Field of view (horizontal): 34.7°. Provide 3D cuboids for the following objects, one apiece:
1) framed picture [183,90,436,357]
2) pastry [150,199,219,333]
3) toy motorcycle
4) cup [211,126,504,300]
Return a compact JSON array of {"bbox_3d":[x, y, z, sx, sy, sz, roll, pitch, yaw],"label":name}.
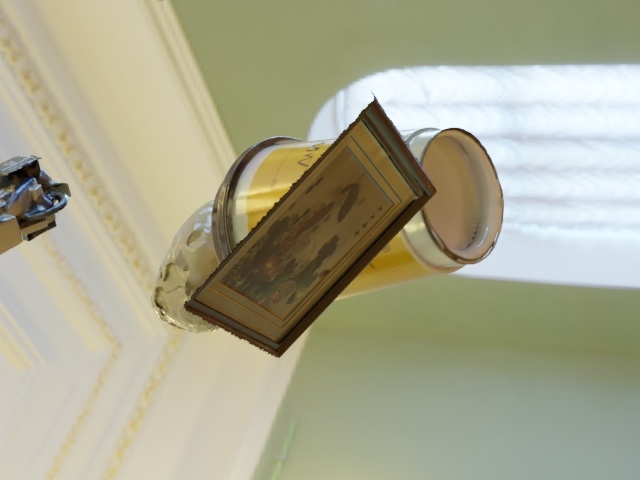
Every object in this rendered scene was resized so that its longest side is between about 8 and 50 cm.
[{"bbox_3d":[0.000,0.000,0.768,0.195,0.010,0.199,-46,-25,1],"label":"framed picture"},{"bbox_3d":[-0.186,0.045,1.764,0.264,0.133,0.265,-60,-7,-12],"label":"pastry"},{"bbox_3d":[-0.364,-0.013,1.034,0.221,0.150,0.102,-35,-55,-41],"label":"toy motorcycle"},{"bbox_3d":[0.034,-0.026,1.039,0.196,0.280,0.196,11,-105,-45],"label":"cup"}]
